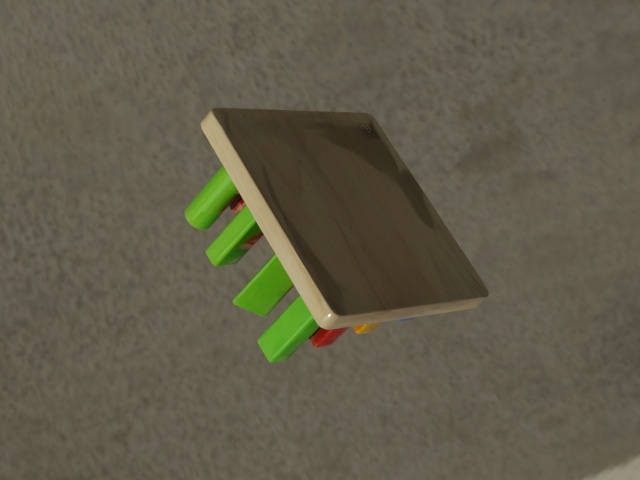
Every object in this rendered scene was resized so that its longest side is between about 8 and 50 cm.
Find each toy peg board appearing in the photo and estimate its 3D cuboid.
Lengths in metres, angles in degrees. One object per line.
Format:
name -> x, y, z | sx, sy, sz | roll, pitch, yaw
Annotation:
toy peg board -> 0.000, 0.000, 0.922 | 0.161, 0.161, 0.079 | -4, 146, -49
